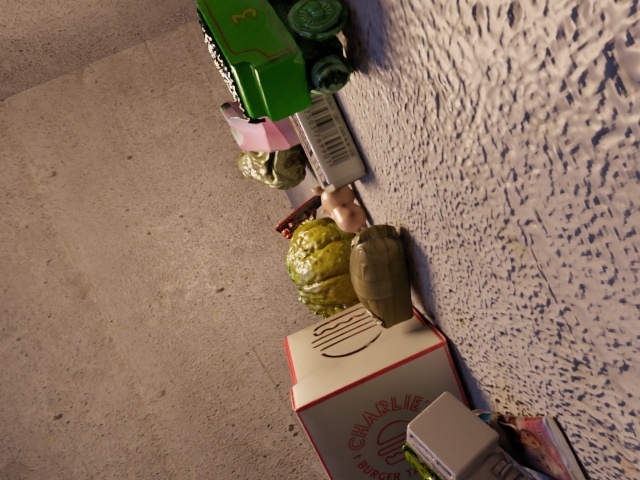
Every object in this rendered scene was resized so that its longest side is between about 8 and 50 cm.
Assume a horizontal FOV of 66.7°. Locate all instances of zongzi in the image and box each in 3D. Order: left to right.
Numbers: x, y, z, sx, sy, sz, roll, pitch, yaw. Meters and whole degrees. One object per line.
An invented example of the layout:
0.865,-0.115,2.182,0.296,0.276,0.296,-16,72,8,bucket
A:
0.104,0.017,0.983,0.256,0.115,0.228,-105,0,-49,zongzi

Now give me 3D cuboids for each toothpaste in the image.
0.285,0.289,0.709,0.096,0.061,0.266,64,168,10,toothpaste

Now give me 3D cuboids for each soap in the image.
-0.144,-0.324,1.289,0.109,0.193,0.324,66,174,-29,soap

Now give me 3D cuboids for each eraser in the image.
-0.007,-0.234,0.958,0.124,0.081,0.279,-167,52,-84,eraser

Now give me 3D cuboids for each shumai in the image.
-0.151,-0.306,1.566,0.261,0.225,0.222,44,135,48,shumai

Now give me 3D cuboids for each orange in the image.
0.019,0.073,1.317,0.301,0.223,0.300,54,169,48,orange

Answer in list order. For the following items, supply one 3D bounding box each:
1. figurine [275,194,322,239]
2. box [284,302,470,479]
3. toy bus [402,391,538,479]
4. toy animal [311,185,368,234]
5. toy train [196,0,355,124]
0.000,0.000,1.590,0.226,0.183,0.160,51,-179,9,figurine
0.123,0.335,1.060,0.300,0.314,0.312,-122,9,-72,box
0.250,0.356,0.670,0.302,0.113,0.139,37,153,41,toy bus
0.055,-0.078,1.104,0.150,0.083,0.089,53,161,4,toy animal
-0.065,-0.291,0.703,0.243,0.188,0.132,61,174,28,toy train
